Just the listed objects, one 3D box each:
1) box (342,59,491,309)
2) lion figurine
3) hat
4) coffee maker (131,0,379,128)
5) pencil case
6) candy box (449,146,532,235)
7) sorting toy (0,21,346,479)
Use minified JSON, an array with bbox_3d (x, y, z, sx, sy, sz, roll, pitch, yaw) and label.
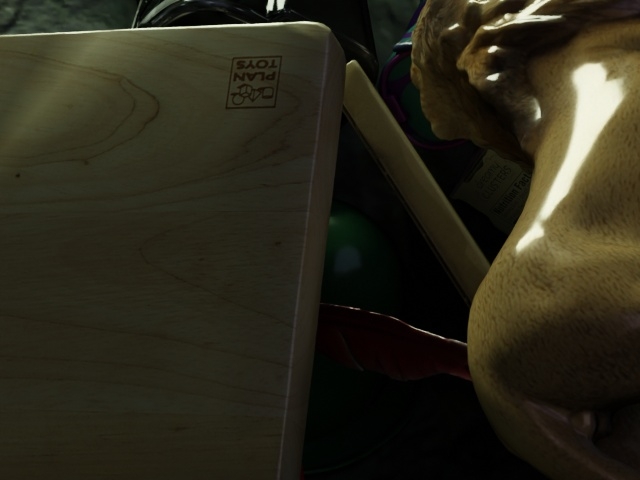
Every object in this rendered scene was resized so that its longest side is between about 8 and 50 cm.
[{"bbox_3d":[0.077,0.022,0.917,0.021,0.164,0.201,-33,67,3],"label":"box"},{"bbox_3d":[0.131,-0.005,0.764,0.240,0.142,0.392,12,31,7],"label":"lion figurine"},{"bbox_3d":[0.000,0.000,0.885,0.208,0.183,0.173,28,56,3],"label":"hat"},{"bbox_3d":[-0.020,-0.137,1.002,0.171,0.120,0.178,4,50,-11],"label":"coffee maker"},{"bbox_3d":[0.073,-0.114,1.035,0.070,0.064,0.152,-5,31,19],"label":"pencil case"},{"bbox_3d":[0.193,-0.043,1.029,0.196,0.070,0.165,33,54,-1],"label":"candy box"},{"bbox_3d":[-0.116,0.044,0.826,0.257,0.089,0.255,0,70,19],"label":"sorting toy"}]
